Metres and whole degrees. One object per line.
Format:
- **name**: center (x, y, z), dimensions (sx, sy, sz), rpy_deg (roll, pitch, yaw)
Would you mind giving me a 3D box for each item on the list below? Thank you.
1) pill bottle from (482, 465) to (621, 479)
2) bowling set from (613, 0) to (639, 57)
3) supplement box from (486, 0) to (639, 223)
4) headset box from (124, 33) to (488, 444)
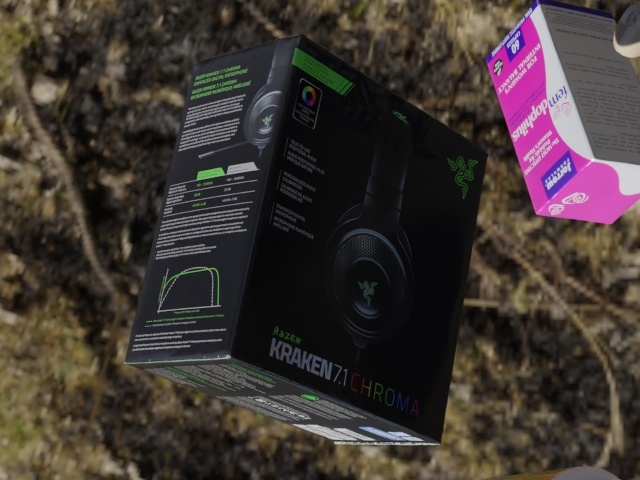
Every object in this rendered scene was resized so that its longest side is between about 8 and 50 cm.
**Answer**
- **pill bottle**: center (0.220, 0.273, 1.354), dimensions (0.117, 0.117, 0.215), rpy_deg (29, 157, -17)
- **bowling set**: center (0.361, -0.326, 1.416), dimensions (0.200, 0.287, 0.154), rpy_deg (52, 157, 21)
- **supplement box**: center (0.280, -0.141, 1.589), dimensions (0.114, 0.220, 0.111), rpy_deg (5, 145, -30)
- **headset box**: center (0.000, 0.000, 1.185), dimensions (0.131, 0.283, 0.246), rpy_deg (-8, 154, 44)
